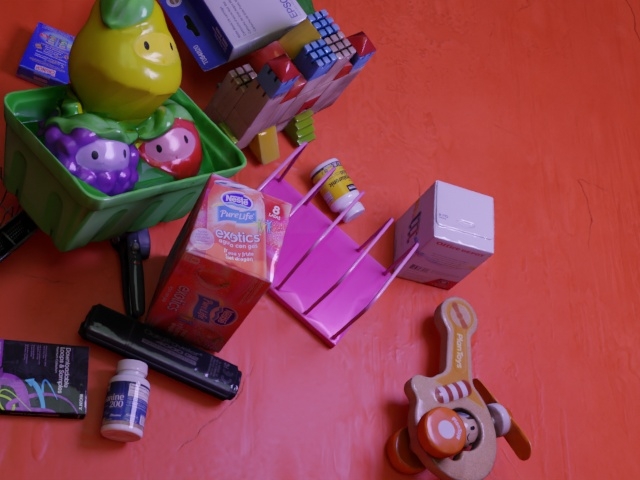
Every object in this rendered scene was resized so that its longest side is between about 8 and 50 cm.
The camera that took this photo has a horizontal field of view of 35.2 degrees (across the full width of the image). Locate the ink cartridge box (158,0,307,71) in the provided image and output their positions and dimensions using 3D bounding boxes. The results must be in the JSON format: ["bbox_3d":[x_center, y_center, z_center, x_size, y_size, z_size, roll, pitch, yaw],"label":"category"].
[{"bbox_3d":[-0.173,-0.450,1.923,0.224,0.045,0.223,-27,68,-16],"label":"ink cartridge box"}]

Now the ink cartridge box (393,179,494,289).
[{"bbox_3d":[0.233,-0.008,1.918,0.128,0.176,0.127,15,59,-18],"label":"ink cartridge box"}]

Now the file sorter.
[{"bbox_3d":[0.000,0.000,1.803,0.291,0.182,0.202,41,55,0],"label":"file sorter"}]

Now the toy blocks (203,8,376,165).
[{"bbox_3d":[-0.043,-0.312,1.882,0.381,0.261,0.190,-31,81,-38],"label":"toy blocks"}]

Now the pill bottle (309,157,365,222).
[{"bbox_3d":[0.035,-0.094,1.940,0.065,0.065,0.116,-26,78,-33],"label":"pill bottle"}]

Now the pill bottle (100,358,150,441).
[{"bbox_3d":[-0.306,0.252,1.599,0.067,0.067,0.120,14,59,-18],"label":"pill bottle"}]

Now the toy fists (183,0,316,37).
[{"bbox_3d":[-0.145,-0.462,2.025,0.279,0.096,0.142,-21,80,-22],"label":"toy fists"}]

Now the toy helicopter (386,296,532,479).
[{"bbox_3d":[0.258,0.266,1.816,0.235,0.140,0.355,17,56,-18],"label":"toy helicopter"}]

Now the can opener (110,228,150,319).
[{"bbox_3d":[-0.316,0.043,1.708,0.073,0.059,0.186,3,63,-24],"label":"can opener"}]

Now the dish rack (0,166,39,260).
[{"bbox_3d":[-0.589,-0.071,1.633,0.271,0.074,0.208,42,54,1],"label":"dish rack"}]

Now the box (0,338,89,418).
[{"bbox_3d":[-0.445,0.216,1.577,0.162,0.029,0.116,8,62,-23],"label":"box"}]

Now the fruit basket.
[{"bbox_3d":[-0.301,-0.201,1.608,0.392,0.392,0.283,-32,69,-34],"label":"fruit basket"}]

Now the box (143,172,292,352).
[{"bbox_3d":[-0.170,0.044,1.629,0.142,0.300,0.154,21,56,-12],"label":"box"}]

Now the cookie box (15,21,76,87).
[{"bbox_3d":[-0.490,-0.330,1.833,0.092,0.040,0.107,22,57,-14],"label":"cookie box"}]

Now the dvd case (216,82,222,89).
[{"bbox_3d":[-0.148,-0.256,1.971,0.087,0.013,0.119,-6,68,-27],"label":"dvd case"}]

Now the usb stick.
[{"bbox_3d":[-0.262,0.185,1.665,0.278,0.045,0.077,26,33,-11],"label":"usb stick"}]
